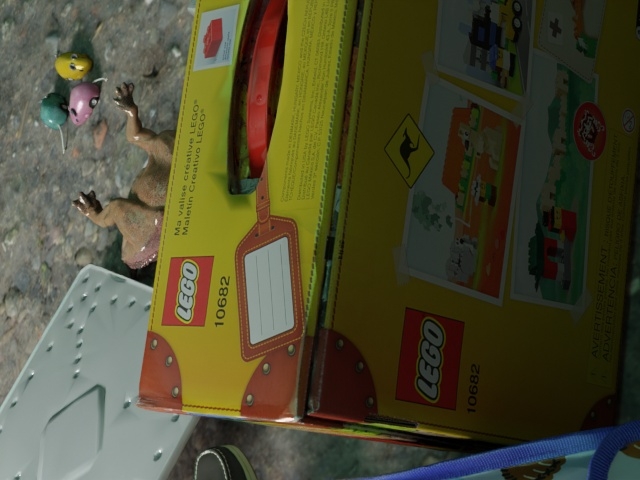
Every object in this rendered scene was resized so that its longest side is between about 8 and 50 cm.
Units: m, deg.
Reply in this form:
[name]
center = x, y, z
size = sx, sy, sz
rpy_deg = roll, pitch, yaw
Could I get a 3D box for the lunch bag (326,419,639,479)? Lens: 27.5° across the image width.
[lunch bag]
center = 0.213, 0.306, 0.939
size = 0.385, 0.239, 0.327
rpy_deg = -14, 67, 26

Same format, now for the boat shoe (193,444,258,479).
[boat shoe]
center = -0.100, 0.303, 1.263
size = 0.080, 0.073, 0.223
rpy_deg = -27, 59, 39

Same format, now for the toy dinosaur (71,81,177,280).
[toy dinosaur]
center = -0.173, -0.048, 1.519
size = 0.200, 0.127, 0.295
rpy_deg = 45, 116, 36

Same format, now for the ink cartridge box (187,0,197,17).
[ink cartridge box]
center = -0.030, -0.338, 1.520
size = 0.189, 0.066, 0.232
rpy_deg = 19, 71, 47

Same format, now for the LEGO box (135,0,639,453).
[LEGO box]
center = 0.083, -0.083, 1.077
size = 0.193, 0.372, 0.500
rpy_deg = -2, 76, 46

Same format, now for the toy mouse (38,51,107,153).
[toy mouse]
center = -0.351, -0.193, 1.804
size = 0.161, 0.031, 0.143
rpy_deg = 9, 85, 47

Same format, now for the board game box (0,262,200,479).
[board game box]
center = -0.264, 0.234, 1.472
size = 0.390, 0.050, 0.390
rpy_deg = 15, 74, 54
